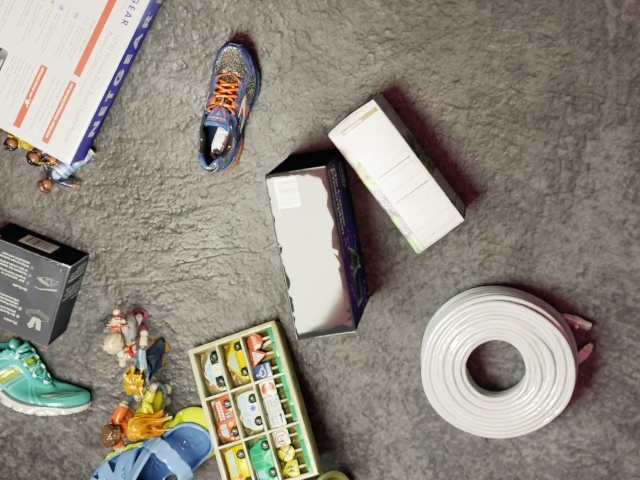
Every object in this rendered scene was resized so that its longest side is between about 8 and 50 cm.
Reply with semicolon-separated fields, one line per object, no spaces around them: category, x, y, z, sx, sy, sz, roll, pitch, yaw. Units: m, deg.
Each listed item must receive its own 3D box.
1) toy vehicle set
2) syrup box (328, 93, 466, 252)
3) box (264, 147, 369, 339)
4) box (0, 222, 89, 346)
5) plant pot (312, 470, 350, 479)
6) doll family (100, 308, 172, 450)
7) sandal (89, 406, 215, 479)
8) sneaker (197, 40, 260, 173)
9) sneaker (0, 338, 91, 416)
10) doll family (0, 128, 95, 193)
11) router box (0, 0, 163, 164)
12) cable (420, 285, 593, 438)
toy vehicle set;-0.110;0.286;1.722;0.166;0.035;0.267;-21;74;14
syrup box;0.123;-0.108;1.609;0.096;0.093;0.237;-37;96;16
box;0.000;0.000;1.611;0.103;0.184;0.261;-9;103;9
box;-0.504;0.075;1.762;0.156;0.093;0.158;22;106;3
plant pot;-0.087;0.534;1.741;0.254;0.276;0.276;-6;103;23
doll family;-0.301;0.244;1.734;0.118;0.163;0.263;6;105;8
sandal;-0.313;0.416;1.796;0.317;0.138;0.126;-42;96;18
sneaker;-0.150;-0.206;1.633;0.083;0.087;0.221;11;106;6
sneaker;-0.533;0.233;1.807;0.275;0.107;0.110;21;97;3
doll family;-0.468;-0.162;1.703;0.111;0.076;0.193;-44;89;-3
router box;-0.440;-0.335;1.595;0.301;0.082;0.335;29;101;-1
cable;0.288;0.202;1.663;0.257;0.089;0.257;26;107;2
